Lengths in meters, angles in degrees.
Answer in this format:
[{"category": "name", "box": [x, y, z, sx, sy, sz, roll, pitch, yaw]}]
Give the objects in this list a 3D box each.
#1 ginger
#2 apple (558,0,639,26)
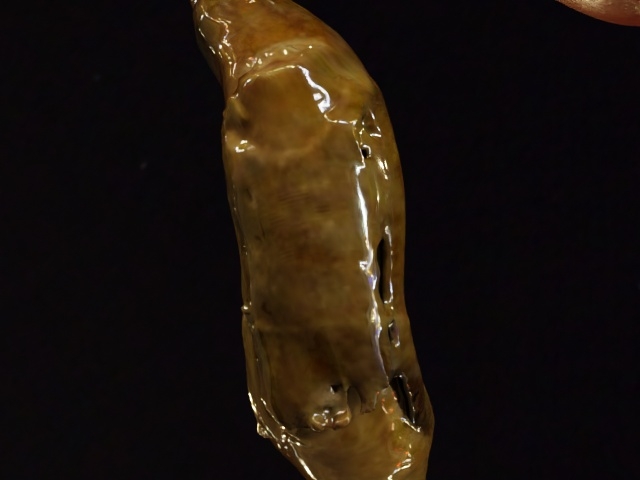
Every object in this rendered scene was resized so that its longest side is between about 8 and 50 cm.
[{"category": "ginger", "box": [-0.001, 0.006, 0.967, 0.107, 0.133, 0.309, -9, -81, 7]}, {"category": "apple", "box": [0.165, -0.203, 0.896, 0.168, 0.181, 0.181, 43, -44, 29]}]
